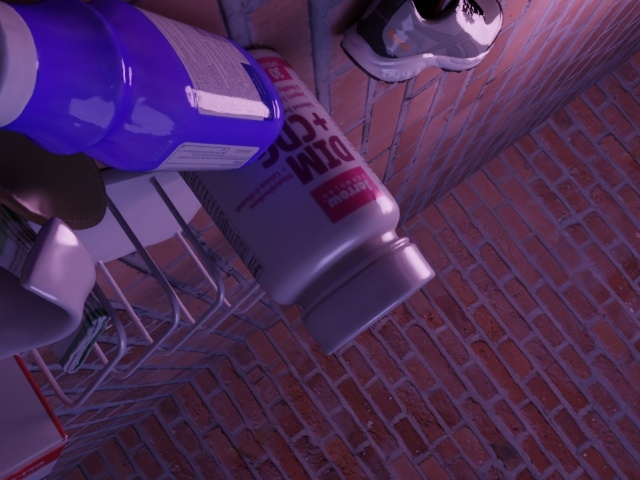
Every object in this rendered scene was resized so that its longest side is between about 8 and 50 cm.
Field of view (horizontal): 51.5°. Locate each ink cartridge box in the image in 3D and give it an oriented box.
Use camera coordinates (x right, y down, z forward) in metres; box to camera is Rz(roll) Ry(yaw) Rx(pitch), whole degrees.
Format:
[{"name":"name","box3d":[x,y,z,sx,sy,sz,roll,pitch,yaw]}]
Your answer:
[{"name":"ink cartridge box","box3d":[-0.400,0.206,0.748,0.114,0.197,0.273,-27,166,-38]}]

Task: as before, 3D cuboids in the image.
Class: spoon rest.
[{"name":"spoon rest","box3d":[-0.276,0.055,0.522,0.276,0.137,0.084,-13,140,31]}]

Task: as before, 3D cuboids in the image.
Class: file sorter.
[{"name":"file sorter","box3d":[-0.188,0.032,0.754,0.277,0.173,0.193,-27,167,-49]}]

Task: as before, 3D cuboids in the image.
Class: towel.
[{"name":"towel","box3d":[-0.262,0.045,0.605,0.023,0.152,0.113,-40,174,-48]}]

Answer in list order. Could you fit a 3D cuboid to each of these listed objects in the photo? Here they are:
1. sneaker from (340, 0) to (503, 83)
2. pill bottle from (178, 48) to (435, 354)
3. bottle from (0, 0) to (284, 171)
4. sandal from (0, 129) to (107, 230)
[{"name":"sneaker","box3d":[0.146,-0.261,0.780,0.271,0.100,0.108,-28,162,-42]},{"name":"pill bottle","box3d":[-0.023,-0.038,0.673,0.160,0.283,0.160,-36,171,-7]},{"name":"bottle","box3d":[-0.129,-0.105,0.463,0.092,0.118,0.283,-40,171,22]},{"name":"sandal","box3d":[-0.253,-0.056,0.466,0.079,0.088,0.240,-7,170,15]}]
